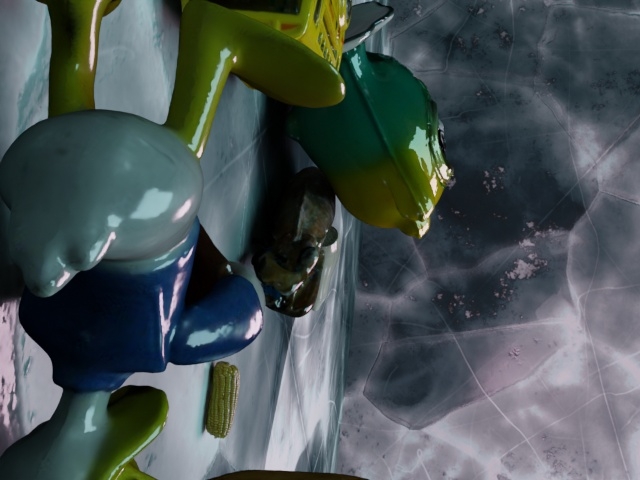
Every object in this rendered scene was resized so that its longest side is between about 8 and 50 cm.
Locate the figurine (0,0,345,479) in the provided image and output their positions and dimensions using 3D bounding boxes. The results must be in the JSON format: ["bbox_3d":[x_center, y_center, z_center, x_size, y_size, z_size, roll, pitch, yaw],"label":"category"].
[{"bbox_3d":[-0.136,0.044,0.415,0.283,0.205,0.338,90,19,-76],"label":"figurine"}]

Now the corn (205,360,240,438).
[{"bbox_3d":[-0.120,0.195,0.869,0.037,0.037,0.092,56,43,-77],"label":"corn"}]

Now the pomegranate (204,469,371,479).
[{"bbox_3d":[-0.031,0.340,0.439,0.410,0.411,0.409,5,90,-82],"label":"pomegranate"}]

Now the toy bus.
[{"bbox_3d":[-0.050,-0.244,0.690,0.330,0.144,0.152,15,81,-83],"label":"toy bus"}]

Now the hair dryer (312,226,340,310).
[{"bbox_3d":[0.000,0.000,1.521,0.206,0.076,0.237,97,-3,-46],"label":"hair dryer"}]

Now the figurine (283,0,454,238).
[{"bbox_3d":[0.072,-0.169,1.087,0.340,0.232,0.323,63,-2,-27],"label":"figurine"}]

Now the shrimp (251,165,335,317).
[{"bbox_3d":[-0.038,0.010,1.128,0.445,0.110,0.221,-69,171,-73],"label":"shrimp"}]
